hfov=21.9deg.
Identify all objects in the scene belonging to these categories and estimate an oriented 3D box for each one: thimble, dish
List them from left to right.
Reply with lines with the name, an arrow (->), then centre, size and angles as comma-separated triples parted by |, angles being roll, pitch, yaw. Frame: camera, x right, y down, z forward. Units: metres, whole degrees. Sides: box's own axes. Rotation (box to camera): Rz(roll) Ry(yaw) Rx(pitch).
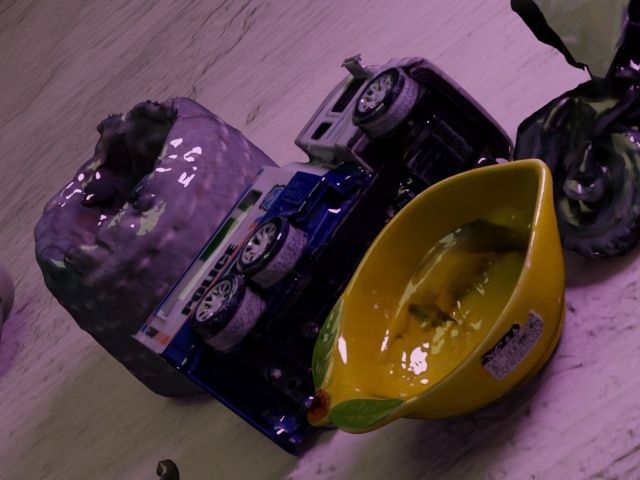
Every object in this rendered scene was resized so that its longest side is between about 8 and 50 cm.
thimble -> -0.116, -0.003, 1.317 | 0.205, 0.172, 0.236 | -44, 21, 5
dish -> 0.084, 0.048, 0.981 | 0.207, 0.080, 0.149 | -48, 32, 15

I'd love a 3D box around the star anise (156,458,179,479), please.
star anise -> -0.129, 0.253, 1.089 | 0.208, 0.063, 0.172 | -47, 29, -8

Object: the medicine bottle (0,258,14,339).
medicine bottle -> -0.404, 0.081, 1.739 | 0.147, 0.147, 0.143 | -37, 24, 28

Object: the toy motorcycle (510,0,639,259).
toy motorcycle -> 0.157, -0.127, 1.013 | 0.159, 0.106, 0.270 | 10, 89, 48

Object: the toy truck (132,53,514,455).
toy truck -> 0.000, 0.000, 1.155 | 0.268, 0.124, 0.155 | -53, 24, -9
